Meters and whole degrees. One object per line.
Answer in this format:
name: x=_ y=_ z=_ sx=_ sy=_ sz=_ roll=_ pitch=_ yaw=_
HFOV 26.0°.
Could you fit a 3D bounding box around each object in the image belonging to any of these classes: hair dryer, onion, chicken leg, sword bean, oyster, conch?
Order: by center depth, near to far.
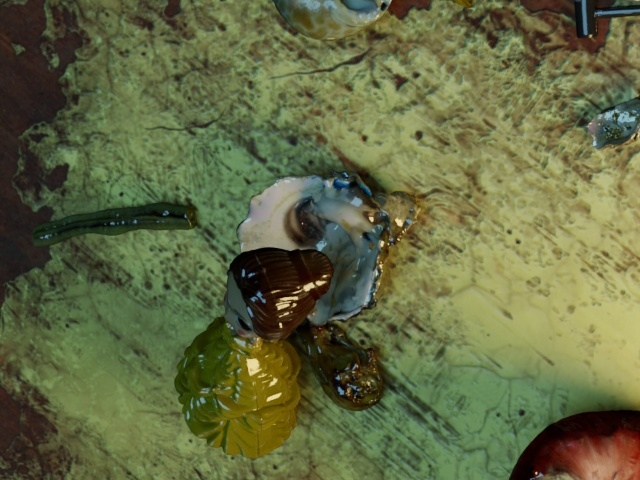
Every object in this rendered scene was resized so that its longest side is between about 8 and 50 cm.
hair dryer: x=0.337 y=-0.260 z=1.598 sx=0.083 sy=0.026 sz=0.047 roll=-3 pitch=103 yaw=17
oyster: x=0.356 y=-0.136 z=1.611 sx=0.093 sy=0.034 sz=0.051 roll=-21 pitch=76 yaw=38
onion: x=0.347 y=0.329 z=1.657 sx=0.272 sy=0.195 sz=0.272 roll=1 pitch=84 yaw=-7
conch: x=0.005 y=-0.301 z=1.697 sx=0.172 sy=0.106 sz=0.116 roll=2 pitch=80 yaw=6
oyster: x=0.000 y=0.000 z=1.776 sx=0.223 sy=0.083 sz=0.214 roll=31 pitch=111 yaw=19
chicken leg: x=0.016 y=0.144 z=1.815 sx=0.178 sy=0.070 sz=0.093 roll=50 pitch=117 yaw=18
sword bean: x=-0.292 y=-0.022 z=1.929 sx=0.269 sy=0.038 sz=0.043 roll=-7 pitch=74 yaw=26

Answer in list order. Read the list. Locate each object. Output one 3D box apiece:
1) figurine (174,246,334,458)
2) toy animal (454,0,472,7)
figurine: x=-0.087 y=0.117 z=1.710 sx=0.168 sy=0.187 sz=0.315 roll=8 pitch=146 yaw=-6
toy animal: x=0.158 y=-0.384 z=1.613 sx=0.155 sy=0.095 sz=0.219 roll=27 pitch=142 yaw=17
